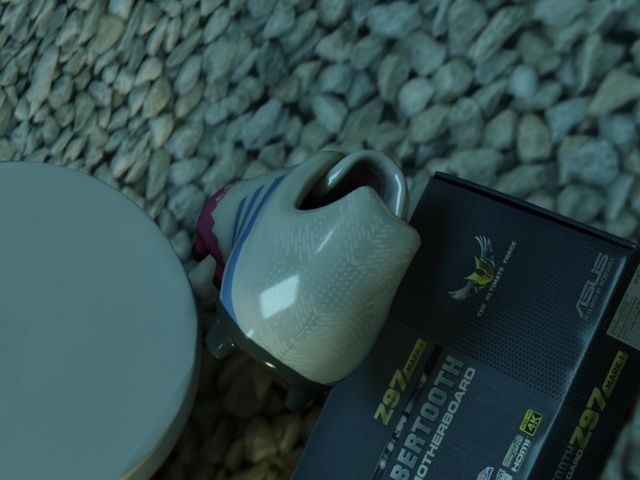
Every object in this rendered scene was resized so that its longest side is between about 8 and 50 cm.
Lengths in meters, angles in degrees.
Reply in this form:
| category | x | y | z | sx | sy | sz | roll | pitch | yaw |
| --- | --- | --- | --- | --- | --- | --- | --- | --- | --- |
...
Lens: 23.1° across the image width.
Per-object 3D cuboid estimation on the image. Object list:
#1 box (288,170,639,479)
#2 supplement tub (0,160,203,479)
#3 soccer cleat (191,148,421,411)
| category | x | y | z | sx | sy | sz | roll | pitch | yaw |
| --- | --- | --- | --- | --- | --- | --- | --- | --- | --- |
| box | 0.092 | 0.090 | 0.941 | 0.183 | 0.059 | 0.233 | 26 | 90 | 52 |
| supplement tub | -0.212 | 0.079 | 1.055 | 0.331 | 0.241 | 0.241 | 149 | 136 | -72 |
| soccer cleat | 0.000 | 0.000 | 0.993 | 0.143 | 0.116 | 0.331 | -51 | 13 | 7 |
